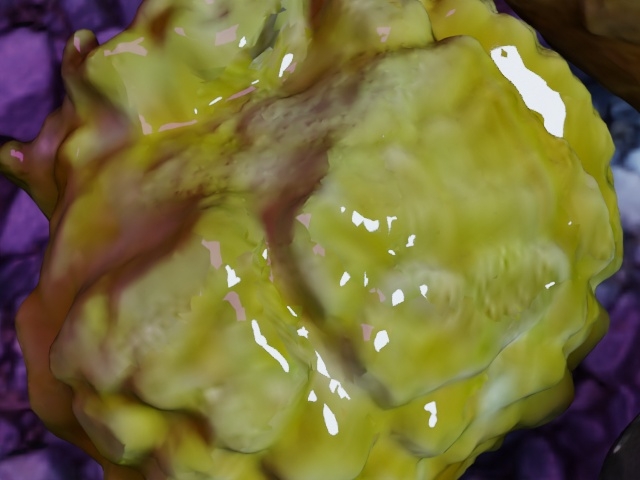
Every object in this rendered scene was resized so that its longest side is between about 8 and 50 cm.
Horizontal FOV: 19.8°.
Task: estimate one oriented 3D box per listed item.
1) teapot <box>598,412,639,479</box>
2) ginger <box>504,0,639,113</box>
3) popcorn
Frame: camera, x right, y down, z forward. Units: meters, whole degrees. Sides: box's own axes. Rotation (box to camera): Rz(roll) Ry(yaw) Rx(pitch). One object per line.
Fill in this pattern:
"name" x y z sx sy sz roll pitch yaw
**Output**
"teapot" 0.302 0.092 0.704 0.305 0.223 0.285 36 70 23
"ginger" 0.171 -0.138 0.806 0.165 0.321 0.172 42 109 52
"popcorn" 0.000 0.000 0.759 0.224 0.258 0.270 -18 57 47
